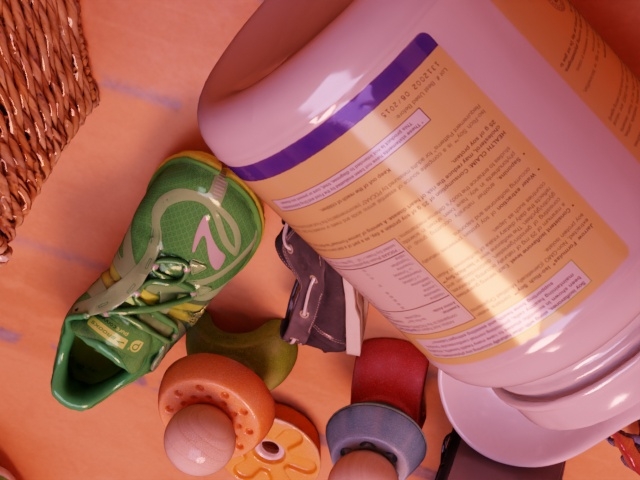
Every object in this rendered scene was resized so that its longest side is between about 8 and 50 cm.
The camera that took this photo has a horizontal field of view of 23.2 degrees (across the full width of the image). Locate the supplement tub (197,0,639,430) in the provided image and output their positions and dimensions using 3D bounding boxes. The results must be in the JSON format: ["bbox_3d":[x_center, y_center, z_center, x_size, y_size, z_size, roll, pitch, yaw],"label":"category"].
[{"bbox_3d":[0.107,-0.052,1.063,0.241,0.241,0.331,-32,113,34],"label":"supplement tub"}]

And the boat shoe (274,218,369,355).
[{"bbox_3d":[0.000,0.000,1.239,0.079,0.084,0.233,9,133,9],"label":"boat shoe"}]

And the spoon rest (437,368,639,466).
[{"bbox_3d":[0.223,0.107,1.249,0.276,0.084,0.137,-14,101,23],"label":"spoon rest"}]

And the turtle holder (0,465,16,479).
[{"bbox_3d":[-0.407,0.306,1.477,0.227,0.243,0.320,-23,159,8],"label":"turtle holder"}]

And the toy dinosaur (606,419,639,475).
[{"bbox_3d":[0.266,0.172,1.311,0.047,0.090,0.082,-33,145,18],"label":"toy dinosaur"}]

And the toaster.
[{"bbox_3d":[0.140,0.260,1.341,0.110,0.186,0.168,12,130,13],"label":"toaster"}]

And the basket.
[{"bbox_3d":[-0.310,-0.158,1.114,0.213,0.223,0.299,4,130,13],"label":"basket"}]

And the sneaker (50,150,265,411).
[{"bbox_3d":[-0.138,0.046,1.290,0.109,0.123,0.295,30,129,-8],"label":"sneaker"}]

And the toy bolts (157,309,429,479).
[{"bbox_3d":[-0.020,0.186,1.344,0.228,0.158,0.218,4,129,14],"label":"toy bolts"}]
